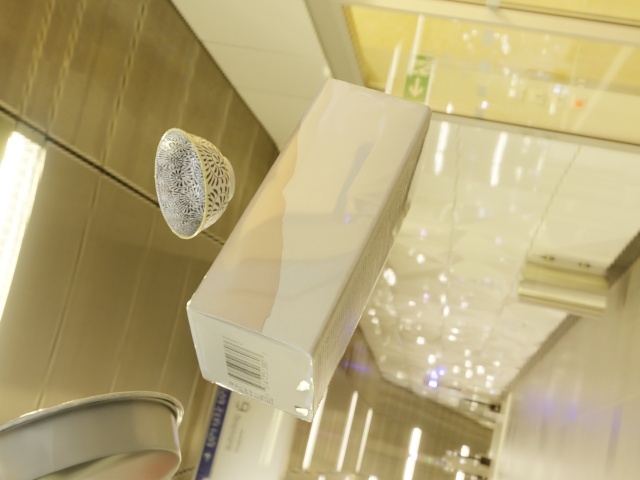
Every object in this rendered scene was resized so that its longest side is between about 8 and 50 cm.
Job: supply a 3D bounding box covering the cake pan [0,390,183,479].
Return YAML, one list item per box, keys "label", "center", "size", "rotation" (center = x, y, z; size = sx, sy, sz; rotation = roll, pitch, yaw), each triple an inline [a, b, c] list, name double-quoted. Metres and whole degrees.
- label: "cake pan"
  center: [-0.269, 0.247, 0.823]
  size: [0.293, 0.293, 0.054]
  rotation: [77, 166, -65]

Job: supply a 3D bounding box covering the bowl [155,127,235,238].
- label: "bowl"
  center: [-0.185, -0.092, 1.268]
  size: [0.080, 0.170, 0.170]
  rotation: [-10, -62, -36]

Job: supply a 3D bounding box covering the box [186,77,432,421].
- label: "box"
  center: [0.000, 0.000, 0.810]
  size: [0.148, 0.121, 0.311]
  rotation: [92, -158, -53]
